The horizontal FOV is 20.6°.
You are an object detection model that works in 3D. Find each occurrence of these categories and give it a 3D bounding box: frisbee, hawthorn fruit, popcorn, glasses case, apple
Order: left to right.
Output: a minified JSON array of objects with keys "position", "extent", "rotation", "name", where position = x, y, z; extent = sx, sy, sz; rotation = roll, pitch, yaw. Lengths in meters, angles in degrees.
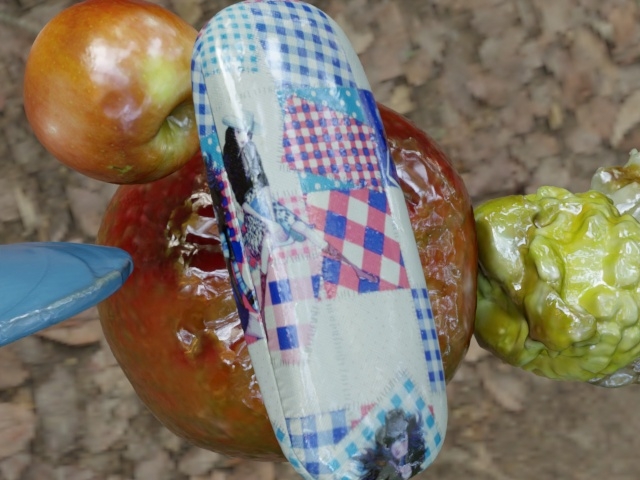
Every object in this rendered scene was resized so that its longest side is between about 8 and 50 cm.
[{"position":[-0.254,0.039,1.053],"extent":[0.289,0.289,0.049],"rotation":[-23,101,-39],"name":"frisbee"},{"position":[-0.167,-0.125,1.457],"extent":[0.163,0.139,0.163],"rotation":[-43,151,-32],"name":"apple"},{"position":[-0.051,0.032,1.812],"extent":[0.403,0.403,0.402],"rotation":[7,78,-38],"name":"hawthorn fruit"},{"position":[0.000,0.000,1.139],"extent":[0.125,0.076,0.327],"rotation":[-8,81,-40],"name":"glasses case"},{"position":[0.252,0.051,1.867],"extent":[0.206,0.237,0.251],"rotation":[-63,169,15],"name":"popcorn"}]

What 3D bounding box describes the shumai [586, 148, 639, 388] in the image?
[{"position":[0.399,0.031,2.205],"extent":[0.314,0.262,0.267],"rotation":[-22,72,-31],"name":"shumai"}]
